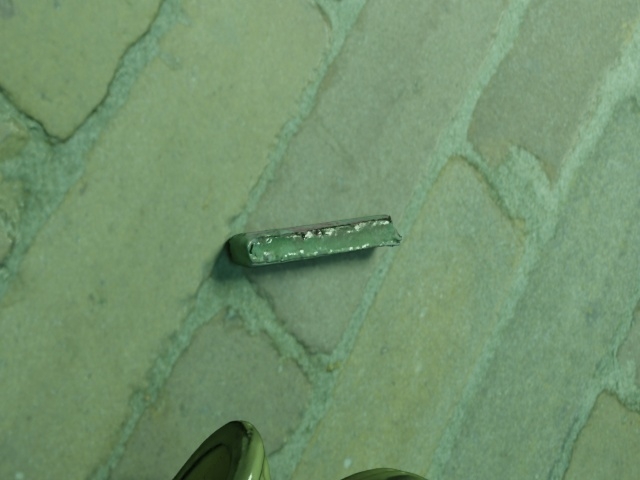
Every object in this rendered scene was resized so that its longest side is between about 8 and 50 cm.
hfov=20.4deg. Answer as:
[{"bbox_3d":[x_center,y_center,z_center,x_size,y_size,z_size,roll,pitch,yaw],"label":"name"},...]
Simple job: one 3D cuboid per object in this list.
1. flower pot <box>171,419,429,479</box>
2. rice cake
[{"bbox_3d":[-0.029,0.307,1.504,0.244,0.307,0.307,34,69,-11],"label":"flower pot"},{"bbox_3d":[0.000,-0.001,1.676,0.208,0.033,0.033,-8,102,-43],"label":"rice cake"}]
